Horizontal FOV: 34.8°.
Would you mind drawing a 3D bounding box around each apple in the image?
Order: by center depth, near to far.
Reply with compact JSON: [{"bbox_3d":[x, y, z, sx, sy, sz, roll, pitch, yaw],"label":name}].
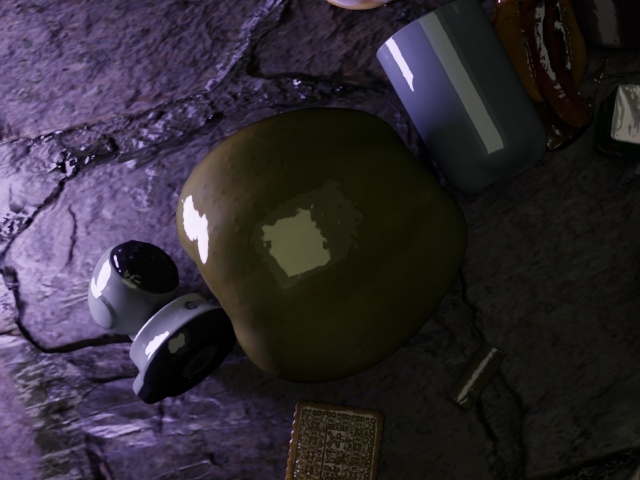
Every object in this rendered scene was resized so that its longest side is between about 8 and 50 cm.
[{"bbox_3d":[0.000,0.000,1.698,0.474,0.473,0.473,0,86,6],"label":"apple"}]

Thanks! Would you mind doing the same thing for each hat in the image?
[{"bbox_3d":[0.549,-0.511,1.771,0.238,0.209,0.336,-14,83,-28],"label":"hat"}]

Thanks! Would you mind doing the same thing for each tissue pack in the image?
[{"bbox_3d":[0.559,-0.172,1.767,0.148,0.209,0.156,8,89,6],"label":"tissue pack"}]

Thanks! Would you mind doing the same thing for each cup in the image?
[{"bbox_3d":[0.258,-0.247,1.807,0.206,0.205,0.312,-27,85,3],"label":"cup"}]

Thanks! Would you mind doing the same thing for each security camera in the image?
[{"bbox_3d":[-0.302,0.126,1.838,0.277,0.197,0.191,43,123,20],"label":"security camera"}]

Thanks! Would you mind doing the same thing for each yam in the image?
[{"bbox_3d":[0.280,0.245,1.839,0.054,0.054,0.132,34,88,7],"label":"yam"}]

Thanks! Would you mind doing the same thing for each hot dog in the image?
[{"bbox_3d":[0.419,-0.341,1.844,0.194,0.107,0.326,-28,84,2],"label":"hot dog"}]

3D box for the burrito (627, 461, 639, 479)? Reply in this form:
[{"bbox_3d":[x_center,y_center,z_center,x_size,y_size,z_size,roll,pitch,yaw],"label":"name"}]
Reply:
[{"bbox_3d":[0.539,0.480,1.800,0.058,0.045,0.188,31,91,32],"label":"burrito"}]

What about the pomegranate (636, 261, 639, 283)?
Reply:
[{"bbox_3d":[0.696,0.054,1.697,0.338,0.338,0.338,0,86,6],"label":"pomegranate"}]

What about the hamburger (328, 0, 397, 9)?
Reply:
[{"bbox_3d":[0.095,-0.567,1.856,0.303,0.186,0.260,0,86,3],"label":"hamburger"}]

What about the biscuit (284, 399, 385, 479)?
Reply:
[{"bbox_3d":[0.019,0.426,1.863,0.172,0.029,0.254,7,87,6],"label":"biscuit"}]
